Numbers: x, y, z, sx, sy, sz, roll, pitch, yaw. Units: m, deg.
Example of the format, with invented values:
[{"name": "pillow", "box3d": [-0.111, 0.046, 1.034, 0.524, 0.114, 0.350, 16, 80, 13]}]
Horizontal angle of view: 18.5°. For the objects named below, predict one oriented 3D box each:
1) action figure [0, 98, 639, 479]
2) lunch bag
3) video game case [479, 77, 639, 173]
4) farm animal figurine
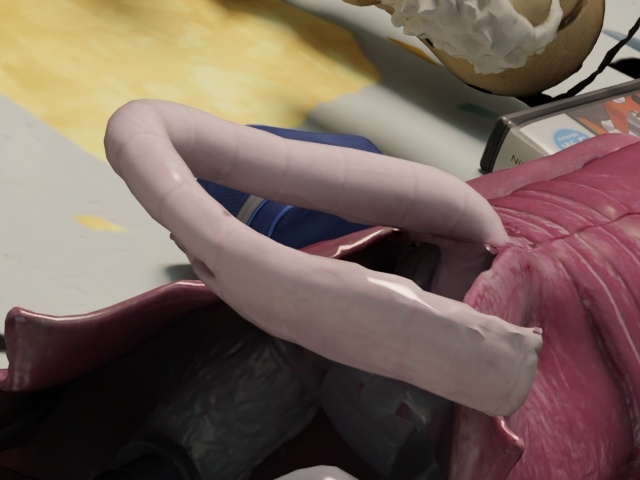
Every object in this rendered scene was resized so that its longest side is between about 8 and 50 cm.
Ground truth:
[{"name": "action figure", "box3d": [0.056, 0.023, 0.599, 0.370, 0.276, 0.248, -23, 46, -37]}, {"name": "lunch bag", "box3d": [0.000, 0.000, 0.784, 0.098, 0.067, 0.065, 2, 35, -37]}, {"name": "video game case", "box3d": [0.258, -0.008, 0.998, 0.275, 0.035, 0.248, -17, 48, -42]}, {"name": "farm animal figurine", "box3d": [0.032, -0.189, 1.045, 0.327, 0.172, 0.330, 43, 23, 18]}]
